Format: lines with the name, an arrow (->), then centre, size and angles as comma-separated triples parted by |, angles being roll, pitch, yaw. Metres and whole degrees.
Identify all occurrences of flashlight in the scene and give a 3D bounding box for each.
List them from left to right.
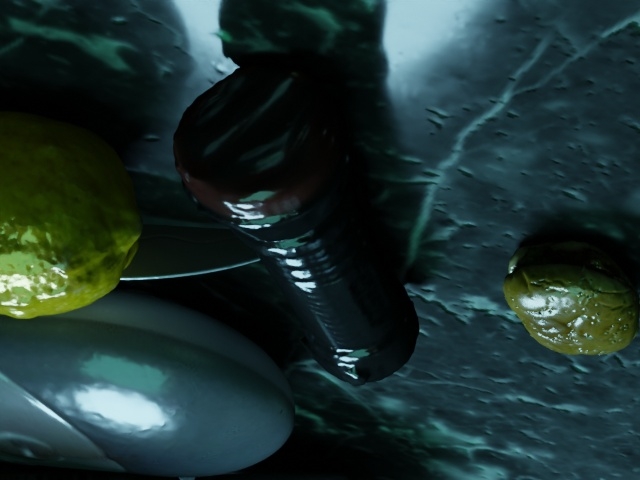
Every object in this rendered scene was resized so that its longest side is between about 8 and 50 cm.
flashlight -> 0.000, 0.000, 0.842 | 0.093, 0.093, 0.232 | 1, 151, 21

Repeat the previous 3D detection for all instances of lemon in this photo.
lemon -> -0.171, -0.014, 0.853 | 0.155, 0.114, 0.114 | 3, 147, 18

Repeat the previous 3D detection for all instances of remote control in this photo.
remote control -> -0.177, 0.095, 1.041 | 0.332, 0.103, 0.221 | 0, 155, 20

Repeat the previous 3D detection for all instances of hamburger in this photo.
hamburger -> 0.142, 0.033, 0.867 | 0.076, 0.044, 0.083 | -8, 140, 31

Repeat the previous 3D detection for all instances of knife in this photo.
knife -> -0.142, 0.003, 0.923 | 0.244, 0.058, 0.032 | 7, 128, 13

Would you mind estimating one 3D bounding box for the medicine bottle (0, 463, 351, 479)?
medicine bottle -> -0.166, 0.270, 1.138 | 0.384, 0.224, 0.224 | -1, 151, -10
